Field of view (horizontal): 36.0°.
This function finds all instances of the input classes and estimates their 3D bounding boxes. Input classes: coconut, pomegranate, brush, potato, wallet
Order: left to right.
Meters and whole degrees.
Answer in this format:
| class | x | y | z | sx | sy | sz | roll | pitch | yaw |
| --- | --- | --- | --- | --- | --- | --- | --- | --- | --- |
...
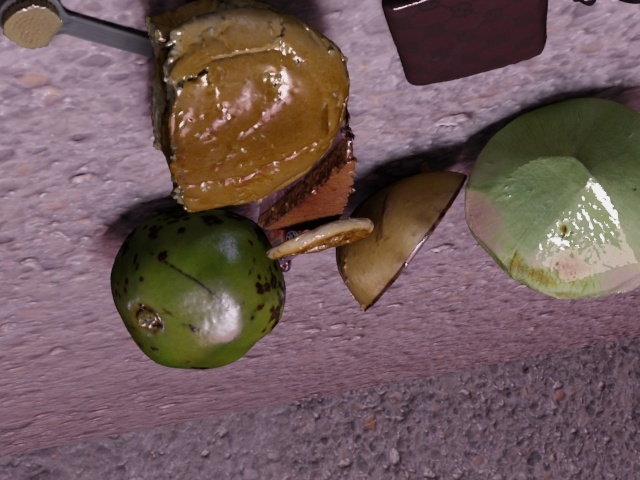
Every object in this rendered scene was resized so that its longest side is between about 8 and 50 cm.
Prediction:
| class | x | y | z | sx | sy | sz | roll | pitch | yaw |
| --- | --- | --- | --- | --- | --- | --- | --- | --- | --- |
| brush | -0.197 | -0.198 | 0.991 | 0.266 | 0.027 | 0.062 | 6 | 145 | -45 |
| pomegranate | -0.166 | 0.063 | 1.424 | 0.254 | 0.254 | 0.270 | -32 | 174 | 39 |
| potato | 0.108 | -0.025 | 1.496 | 0.239 | 0.116 | 0.299 | -49 | 178 | -23 |
| wallet | 0.168 | -0.245 | 1.094 | 0.182 | 0.049 | 0.229 | -17 | 162 | 7 |
| coconut | 0.365 | -0.055 | 1.418 | 0.328 | 0.281 | 0.328 | 23 | 170 | 4 |

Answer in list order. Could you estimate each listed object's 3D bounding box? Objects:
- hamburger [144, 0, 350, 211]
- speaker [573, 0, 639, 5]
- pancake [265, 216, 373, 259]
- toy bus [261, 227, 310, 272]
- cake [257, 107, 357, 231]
| class | x | y | z | sx | sy | sz | roll | pitch | yaw |
| --- | --- | --- | --- | --- | --- | --- | --- | --- | --- |
| hamburger | -0.075 | -0.141 | 1.050 | 0.211 | 0.132 | 0.309 | -16 | 156 | -13 |
| speaker | 0.270 | -0.335 | 0.861 | 0.329 | 0.198 | 0.259 | -10 | 126 | -58 |
| pancake | 0.000 | 0.000 | 1.366 | 0.158 | 0.028 | 0.158 | -16 | 174 | -2 |
| toy bus | -0.054 | -0.006 | 1.537 | 0.065 | 0.077 | 0.192 | 7 | 149 | -42 |
| cake | -0.016 | -0.095 | 1.257 | 0.113 | 0.116 | 0.295 | -10 | 163 | -17 |
